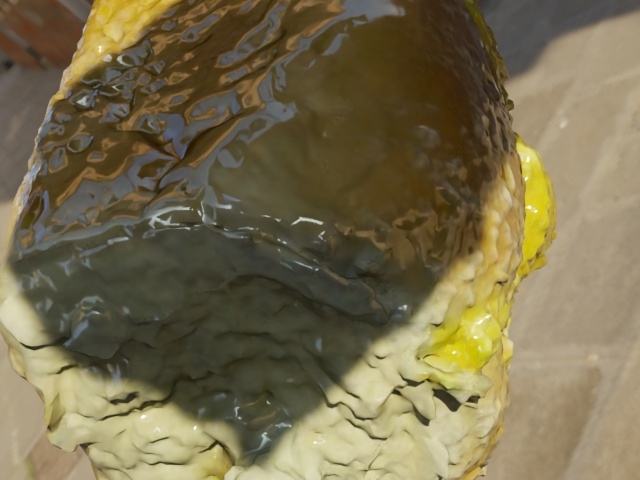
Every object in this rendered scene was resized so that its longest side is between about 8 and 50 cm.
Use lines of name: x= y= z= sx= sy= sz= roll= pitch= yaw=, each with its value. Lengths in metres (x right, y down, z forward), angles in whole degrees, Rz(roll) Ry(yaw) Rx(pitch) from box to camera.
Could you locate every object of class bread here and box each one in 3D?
bread: x=0.000 y=0.000 z=0.418 sx=0.176 sy=0.196 sz=0.246 roll=-9 pitch=42 yaw=16
